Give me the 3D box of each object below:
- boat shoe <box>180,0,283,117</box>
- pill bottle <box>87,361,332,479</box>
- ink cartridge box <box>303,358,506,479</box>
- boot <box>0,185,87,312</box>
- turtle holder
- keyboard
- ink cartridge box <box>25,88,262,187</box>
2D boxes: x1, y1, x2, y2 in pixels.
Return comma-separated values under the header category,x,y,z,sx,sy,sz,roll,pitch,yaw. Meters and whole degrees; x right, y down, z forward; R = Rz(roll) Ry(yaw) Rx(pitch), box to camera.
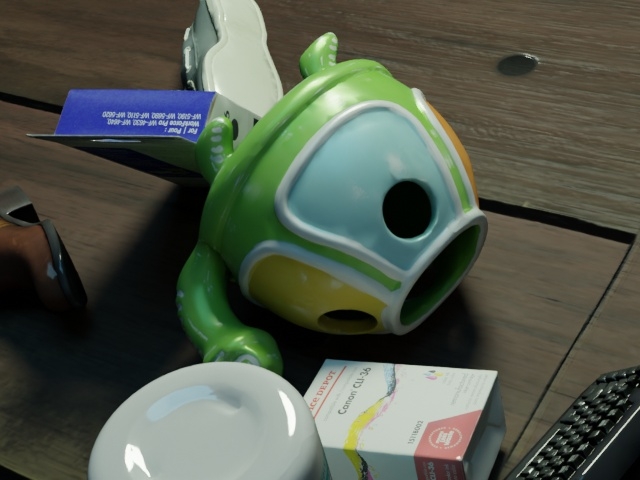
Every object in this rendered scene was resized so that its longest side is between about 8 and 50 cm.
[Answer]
category,x,y,z,sx,sy,sz,roll,pitch,yaw
boat shoe,-0.126,-0.212,1.451,0.099,0.116,0.319,-45,35,32
pill bottle,-0.050,0.218,0.754,0.146,0.264,0.146,-9,39,7
ink cartridge box,0.043,0.160,0.932,0.198,0.067,0.115,0,31,25
boot,-0.408,0.059,1.183,0.280,0.096,0.264,-30,42,-18
turtle holder,0.007,-0.016,1.041,0.227,0.243,0.320,39,49,22
keyboard,0.179,0.190,0.824,0.317,0.033,0.201,-41,10,-29
ink cartridge box,-0.142,-0.105,1.157,0.165,0.333,0.065,3,86,18
